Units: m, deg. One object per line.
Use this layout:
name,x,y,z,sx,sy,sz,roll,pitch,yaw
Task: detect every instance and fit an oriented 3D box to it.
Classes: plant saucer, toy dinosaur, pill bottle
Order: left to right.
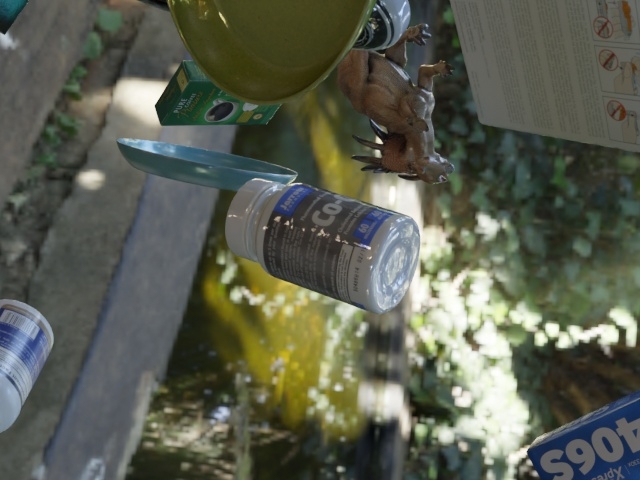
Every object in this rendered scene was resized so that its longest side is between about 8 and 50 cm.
pill bottle,-0.253,0.105,0.816,0.120,0.067,0.067,-77,166,-55
plant saucer,-0.199,-0.127,1.864,0.317,0.318,0.043,-23,126,-77
plant saucer,-0.030,-0.211,0.712,0.037,0.241,0.241,-11,109,-39
pill bottle,0.000,0.000,0.821,0.078,0.137,0.078,-37,137,-46
toy dinosaur,0.090,-0.209,1.574,0.127,0.295,0.200,-29,173,-31

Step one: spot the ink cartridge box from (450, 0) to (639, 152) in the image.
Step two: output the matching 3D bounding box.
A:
ink cartridge box,0.340,-0.282,1.411,0.091,0.385,0.308,-35,122,-29

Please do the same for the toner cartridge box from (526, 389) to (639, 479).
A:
toner cartridge box,0.487,0.295,1.531,0.165,0.348,0.075,60,25,6

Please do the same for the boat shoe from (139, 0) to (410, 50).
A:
boat shoe,-0.073,-0.229,0.989,0.113,0.306,0.105,103,13,-58

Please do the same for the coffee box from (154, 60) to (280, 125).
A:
coffee box,-0.137,-0.213,1.560,0.113,0.184,0.040,-46,-122,48

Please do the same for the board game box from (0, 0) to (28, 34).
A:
board game box,-0.356,-0.300,1.045,0.126,0.186,0.026,-48,-146,19
